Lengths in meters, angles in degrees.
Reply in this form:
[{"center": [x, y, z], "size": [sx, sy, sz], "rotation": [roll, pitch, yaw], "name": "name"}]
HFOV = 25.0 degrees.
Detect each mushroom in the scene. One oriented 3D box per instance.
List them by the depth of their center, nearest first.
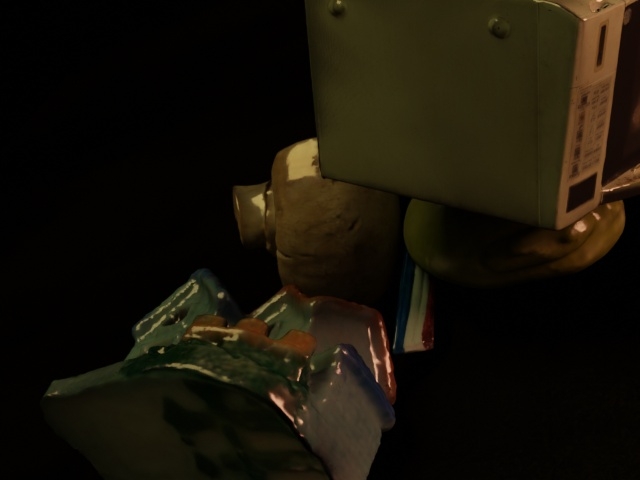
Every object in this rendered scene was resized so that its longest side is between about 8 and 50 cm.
[{"center": [0.000, 0.000, 1.690], "size": [0.195, 0.254, 0.189], "rotation": [-8, 67, 1], "name": "mushroom"}]

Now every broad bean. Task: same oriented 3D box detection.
[{"center": [0.213, -0.038, 1.565], "size": [0.238, 0.119, 0.291], "rotation": [-42, 24, -19], "name": "broad bean"}]

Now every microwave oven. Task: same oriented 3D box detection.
[{"center": [0.227, -0.208, 1.451], "size": [0.333, 0.247, 0.394], "rotation": [16, 31, 36], "name": "microwave oven"}]

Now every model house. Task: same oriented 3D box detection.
[{"center": [-0.059, 0.131, 1.522], "size": [0.294, 0.252, 0.329], "rotation": [-20, 22, 38], "name": "model house"}]

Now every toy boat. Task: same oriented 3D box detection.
[{"center": [0.106, 0.063, 1.616], "size": [0.045, 0.080, 0.229], "rotation": [2, 28, 4], "name": "toy boat"}]
